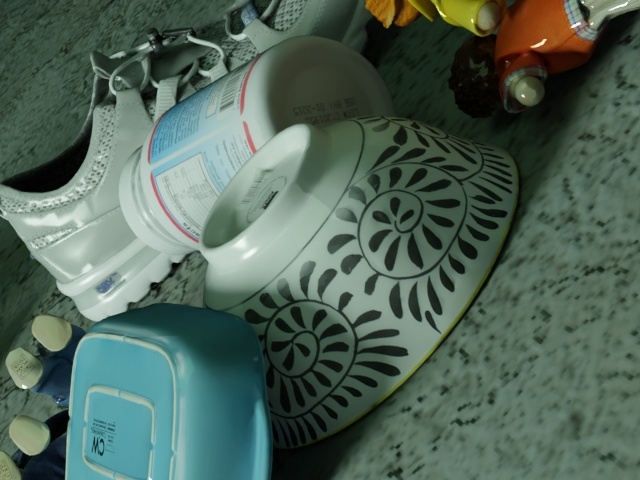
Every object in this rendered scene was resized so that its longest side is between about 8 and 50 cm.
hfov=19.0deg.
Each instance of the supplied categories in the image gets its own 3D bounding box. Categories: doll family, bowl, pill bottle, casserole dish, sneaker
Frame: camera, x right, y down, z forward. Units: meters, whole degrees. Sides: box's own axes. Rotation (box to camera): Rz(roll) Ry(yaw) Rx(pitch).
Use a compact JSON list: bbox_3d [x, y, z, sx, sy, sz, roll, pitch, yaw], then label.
[{"bbox_3d":[0.094,-0.174,0.895,0.163,0.118,0.263,-31,27,44],"label":"doll family"},{"bbox_3d":[0.000,0.000,0.845,0.170,0.080,0.170,-42,21,20],"label":"bowl"},{"bbox_3d":[-0.038,-0.042,0.992,0.160,0.087,0.087,-22,33,53],"label":"pill bottle"},{"bbox_3d":[-0.073,0.085,0.832,0.188,0.037,0.114,-177,92,-66],"label":"casserole dish"},{"bbox_3d":[-0.146,0.115,0.945,0.193,0.111,0.076,-42,60,4],"label":"doll family"},{"bbox_3d":[-0.077,-0.082,1.103,0.281,0.115,0.105,-48,20,7],"label":"sneaker"}]
